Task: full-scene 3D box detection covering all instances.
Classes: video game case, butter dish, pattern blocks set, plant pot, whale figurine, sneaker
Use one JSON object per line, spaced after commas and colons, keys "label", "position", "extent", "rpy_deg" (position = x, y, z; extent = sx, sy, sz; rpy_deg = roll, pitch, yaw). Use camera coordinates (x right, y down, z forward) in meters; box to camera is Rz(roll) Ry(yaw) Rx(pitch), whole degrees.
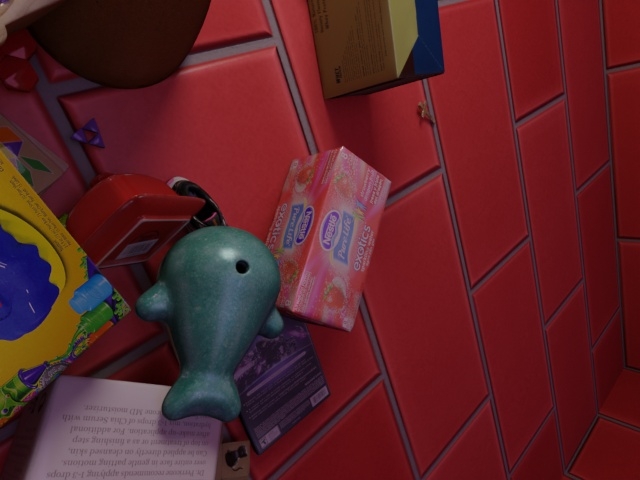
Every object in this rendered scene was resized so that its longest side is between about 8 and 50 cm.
{"label": "video game case", "position": [-0.091, 0.254, 0.803], "extent": [0.196, 0.026, 0.273], "rpy_deg": [-29, 111, -32]}
{"label": "butter dish", "position": [-0.273, -0.042, 0.560], "extent": [0.118, 0.160, 0.160], "rpy_deg": [52, 15, 8]}
{"label": "pattern blocks set", "position": [-0.433, -0.082, 0.497], "extent": [0.325, 0.026, 0.285], "rpy_deg": [-43, 118, -27]}
{"label": "plant pot", "position": [-0.228, -0.332, 0.488], "extent": [0.237, 0.255, 0.236], "rpy_deg": [-4, 97, -37]}
{"label": "whale figurine", "position": [-0.140, 0.104, 0.565], "extent": [0.217, 0.141, 0.271], "rpy_deg": [18, 59, -28]}
{"label": "sneaker", "position": [-0.185, -0.024, 0.666], "extent": [0.072, 0.077, 0.178], "rpy_deg": [-50, 122, -22]}

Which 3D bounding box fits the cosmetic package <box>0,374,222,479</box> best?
{"label": "cosmetic package", "position": [-0.278, 0.412, 0.483], "extent": [0.230, 0.162, 0.452], "rpy_deg": [24, 56, -36]}

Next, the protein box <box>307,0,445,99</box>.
{"label": "protein box", "position": [0.102, -0.392, 0.771], "extent": [0.136, 0.201, 0.199], "rpy_deg": [-21, 107, -35]}

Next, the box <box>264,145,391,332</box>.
{"label": "box", "position": [0.000, 0.000, 0.748], "extent": [0.142, 0.154, 0.299], "rpy_deg": [28, 73, -36]}

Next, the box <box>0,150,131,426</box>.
{"label": "box", "position": [-0.401, 0.050, 0.360], "extent": [0.279, 0.177, 0.289], "rpy_deg": [-53, 124, -43]}

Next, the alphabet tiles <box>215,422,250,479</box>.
{"label": "alphabet tiles", "position": [-0.260, 0.418, 0.625], "extent": [0.343, 0.011, 0.284], "rpy_deg": [15, 61, -38]}

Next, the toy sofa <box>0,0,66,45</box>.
{"label": "toy sofa", "position": [-0.414, -0.323, 0.319], "extent": [0.177, 0.150, 0.362], "rpy_deg": [-59, 136, -35]}

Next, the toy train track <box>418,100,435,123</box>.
{"label": "toy train track", "position": [0.266, -0.321, 1.028], "extent": [0.083, 0.014, 0.048], "rpy_deg": [29, 70, -42]}
